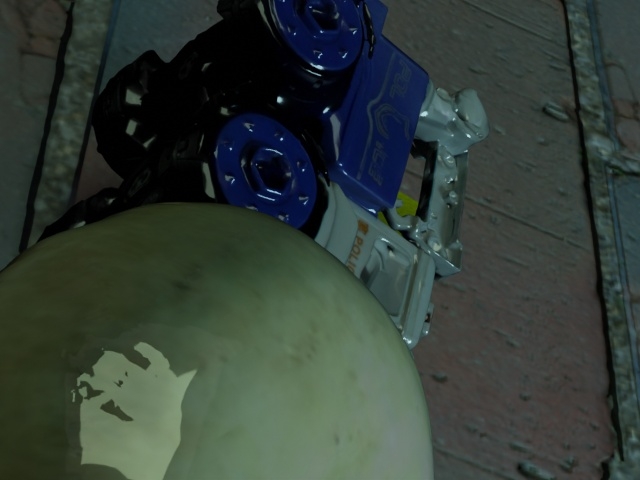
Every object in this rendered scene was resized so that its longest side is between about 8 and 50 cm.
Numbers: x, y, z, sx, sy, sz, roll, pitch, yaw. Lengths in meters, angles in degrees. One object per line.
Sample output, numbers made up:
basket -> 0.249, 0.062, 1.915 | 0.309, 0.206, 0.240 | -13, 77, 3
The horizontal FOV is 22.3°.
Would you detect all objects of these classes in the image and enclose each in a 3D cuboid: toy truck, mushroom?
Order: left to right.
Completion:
mushroom -> -0.080, 0.115, 0.597 | 0.234, 0.254, 0.260 | -3, 52, 32
toy truck -> -0.017, -0.017, 0.772 | 0.177, 0.161, 0.213 | 34, 53, -24

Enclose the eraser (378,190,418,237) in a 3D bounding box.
eraser -> 0.000, 0.000, 0.877 | 0.122, 0.045, 0.097 | 29, 41, 1
